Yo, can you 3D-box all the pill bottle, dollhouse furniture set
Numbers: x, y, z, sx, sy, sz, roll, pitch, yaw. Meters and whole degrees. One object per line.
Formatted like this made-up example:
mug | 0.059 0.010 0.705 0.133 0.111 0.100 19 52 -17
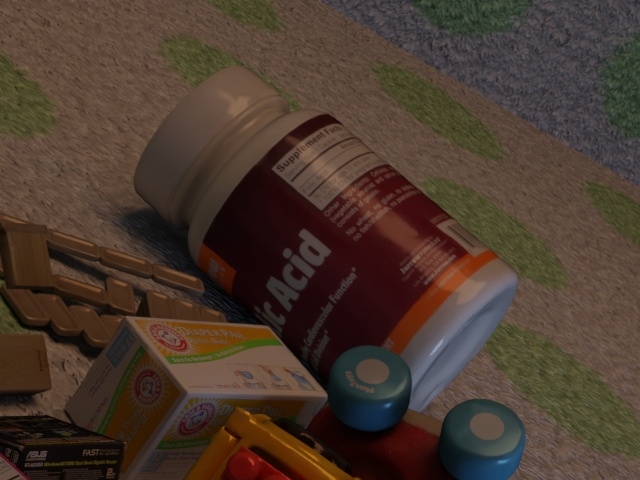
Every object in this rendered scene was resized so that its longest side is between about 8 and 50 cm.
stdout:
pill bottle | 0.000 0.000 2.102 0.392 0.224 0.224 40 20 15
dollhouse furniture set | -0.321 0.071 1.701 0.144 0.123 0.151 5 70 -55

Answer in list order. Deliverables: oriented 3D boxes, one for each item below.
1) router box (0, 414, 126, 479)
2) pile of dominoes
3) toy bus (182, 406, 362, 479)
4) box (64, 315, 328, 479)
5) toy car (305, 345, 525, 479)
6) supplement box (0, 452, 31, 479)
router box | -0.230 0.169 1.550 0.092 0.038 0.122 13 5 36
pile of dominoes | -0.210 0.070 1.909 0.251 0.040 0.196 19 25 -20
toy bus | -0.014 0.228 1.497 0.220 0.149 0.211 34 -10 13
box | -0.109 0.145 1.747 0.203 0.114 0.103 7 34 -52
toy car | 0.041 0.260 1.664 0.210 0.219 0.238 25 48 18
supplement box | -0.318 0.165 1.361 0.220 0.111 0.114 41 19 12
